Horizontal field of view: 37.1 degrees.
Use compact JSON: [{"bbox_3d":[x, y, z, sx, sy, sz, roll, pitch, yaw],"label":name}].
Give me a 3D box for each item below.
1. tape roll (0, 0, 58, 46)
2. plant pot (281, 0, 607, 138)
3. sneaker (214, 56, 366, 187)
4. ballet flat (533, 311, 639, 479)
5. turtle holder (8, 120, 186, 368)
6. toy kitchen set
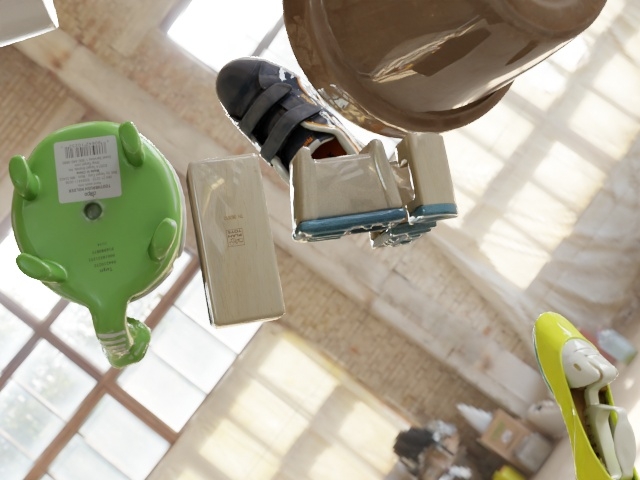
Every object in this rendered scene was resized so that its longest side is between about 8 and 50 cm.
[{"bbox_3d":[-0.377,-0.350,1.019,0.100,0.286,0.286,-20,-16,-7],"label":"tape roll"},{"bbox_3d":[0.131,-0.230,0.848,0.263,0.263,0.229,-51,21,-20],"label":"plant pot"},{"bbox_3d":[-0.040,-0.167,1.427,0.126,0.321,0.127,-55,-10,18],"label":"sneaker"},{"bbox_3d":[0.302,0.179,1.054,0.077,0.231,0.077,-1,-23,-25],"label":"ballet flat"},{"bbox_3d":[-0.290,-0.006,1.369,0.243,0.320,0.227,-37,-5,-5],"label":"turtle holder"},{"bbox_3d":[0.000,0.000,0.776,0.207,0.122,0.166,-8,-8,-11],"label":"toy kitchen set"}]
